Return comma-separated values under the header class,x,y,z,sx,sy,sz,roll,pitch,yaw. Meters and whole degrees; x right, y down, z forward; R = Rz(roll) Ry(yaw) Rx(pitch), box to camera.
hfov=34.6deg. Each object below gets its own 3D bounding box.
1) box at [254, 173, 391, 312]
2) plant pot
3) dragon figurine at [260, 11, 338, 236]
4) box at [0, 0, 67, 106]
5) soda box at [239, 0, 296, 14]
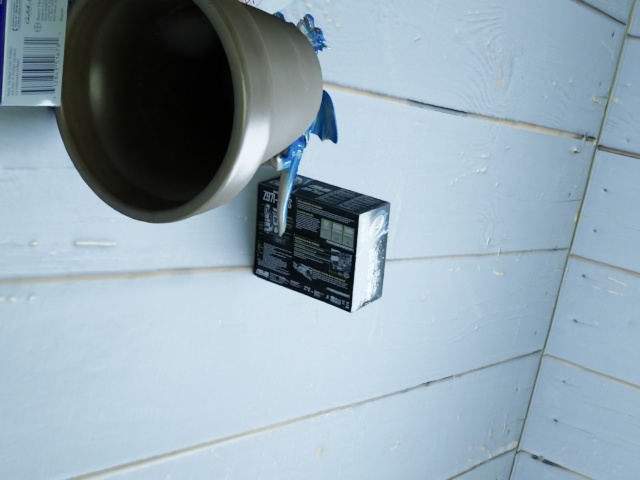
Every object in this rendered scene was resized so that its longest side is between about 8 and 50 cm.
class,x,y,z,sx,sy,sz,roll,pitch,yaw
box,0.000,0.000,1.447,0.077,0.180,0.147,-22,122,-48
plant pot,-0.120,-0.163,1.113,0.229,0.263,0.263,-19,120,-55
dragon figurine,-0.033,-0.157,1.360,0.144,0.085,0.289,-24,104,-32
box,-0.301,-0.195,0.931,0.072,0.137,0.126,-12,115,-53
soda box,-0.084,-0.312,1.274,0.183,0.063,0.058,-39,136,-41
